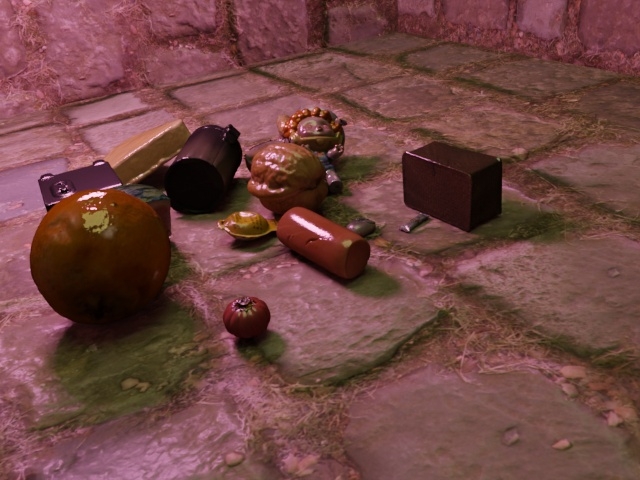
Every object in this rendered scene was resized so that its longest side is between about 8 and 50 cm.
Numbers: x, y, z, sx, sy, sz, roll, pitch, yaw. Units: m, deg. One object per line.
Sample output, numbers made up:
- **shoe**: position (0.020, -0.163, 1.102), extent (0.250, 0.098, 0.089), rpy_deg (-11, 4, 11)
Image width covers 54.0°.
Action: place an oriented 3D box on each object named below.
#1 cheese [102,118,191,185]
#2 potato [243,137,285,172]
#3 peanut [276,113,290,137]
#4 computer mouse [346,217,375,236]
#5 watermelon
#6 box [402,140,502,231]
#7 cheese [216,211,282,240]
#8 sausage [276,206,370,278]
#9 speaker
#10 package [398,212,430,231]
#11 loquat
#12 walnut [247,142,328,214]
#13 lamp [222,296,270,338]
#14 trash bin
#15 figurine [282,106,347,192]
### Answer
- **cheese**: position (-0.676, -0.285, 2.269), extent (0.384, 0.104, 0.384), rpy_deg (-24, 27, 13)
- **potato**: position (-0.197, -0.265, 2.215), extent (0.138, 0.098, 0.243), rpy_deg (-3, 32, 10)
- **peanut**: position (-0.147, -0.484, 2.627), extent (0.080, 0.080, 0.174), rpy_deg (-11, 29, -8)
- **computer mouse**: position (0.116, -0.043, 1.803), extent (0.066, 0.039, 0.096), rpy_deg (21, 38, 40)
- **watermelon**: position (-0.537, -0.054, 1.773), extent (0.213, 0.201, 0.261), rpy_deg (-26, 19, -25)
- **box**: position (0.379, -0.167, 1.827), extent (0.143, 0.184, 0.273), rpy_deg (-25, 34, -29)
- **cheese**: position (-0.178, -0.044, 1.843), extent (0.250, 0.064, 0.156), rpy_deg (-3, 27, -14)
- **sausage**: position (-0.001, 0.000, 1.665), extent (0.121, 0.121, 0.304), rpy_deg (-25, 34, -31)
- **speaker**: position (-0.733, -0.119, 1.968), extent (0.232, 0.184, 0.254), rpy_deg (-18, 32, -20)
- **package**: position (0.272, -0.053, 1.817), extent (0.037, 0.015, 0.110), rpy_deg (26, 43, 37)
- **loquat**: position (-0.518, 0.038, 1.497), extent (0.328, 0.328, 0.328), rpy_deg (-5, 28, 3)
- **walnut**: position (-0.106, -0.184, 1.918), extent (0.257, 0.224, 0.257), rpy_deg (-12, 28, 6)
- **lamp**: position (-0.165, 0.172, 1.410), extent (0.107, 0.092, 0.107), rpy_deg (-3, 30, 2)
- **trash bin**: position (-0.385, -0.243, 2.099), extent (0.252, 0.203, 0.301), rpy_deg (-40, 19, 24)
- **figurine**: position (-0.027, -0.294, 2.173), extent (0.224, 0.205, 0.382), rpy_deg (5, 46, 0)
